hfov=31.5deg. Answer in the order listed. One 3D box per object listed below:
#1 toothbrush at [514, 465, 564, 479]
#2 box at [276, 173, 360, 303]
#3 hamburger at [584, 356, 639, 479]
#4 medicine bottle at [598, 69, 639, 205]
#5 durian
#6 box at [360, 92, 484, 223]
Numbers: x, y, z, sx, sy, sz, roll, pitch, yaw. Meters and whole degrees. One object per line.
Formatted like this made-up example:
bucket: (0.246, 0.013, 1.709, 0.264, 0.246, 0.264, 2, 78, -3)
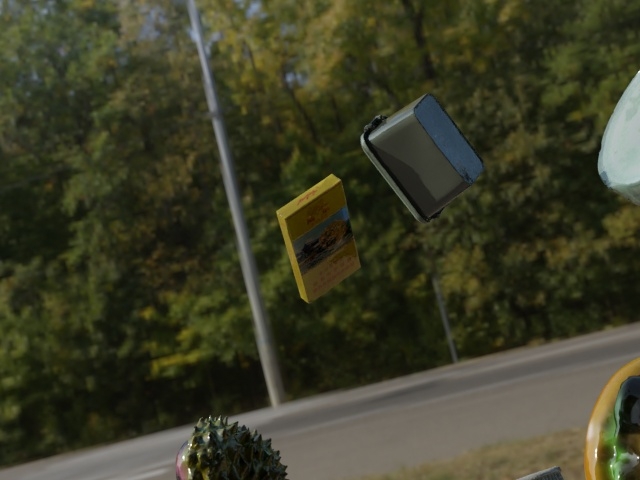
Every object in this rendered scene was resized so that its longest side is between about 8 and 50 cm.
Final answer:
toothbrush: (0.099, 0.232, 0.957, 0.257, 0.024, 0.018, -10, -31, -22)
box: (0.000, 0.000, 1.367, 0.087, 0.023, 0.155, -33, -42, -17)
hamburger: (0.527, 0.305, 1.447, 0.396, 0.395, 0.277, -11, -16, -34)
medicine bottle: (0.458, -0.071, 1.151, 0.290, 0.245, 0.245, 30, -18, -12)
durian: (-0.106, 0.268, 1.302, 0.119, 0.186, 0.108, -13, -40, 15)
box: (0.108, -0.088, 1.162, 0.069, 0.122, 0.084, -33, 9, 34)
